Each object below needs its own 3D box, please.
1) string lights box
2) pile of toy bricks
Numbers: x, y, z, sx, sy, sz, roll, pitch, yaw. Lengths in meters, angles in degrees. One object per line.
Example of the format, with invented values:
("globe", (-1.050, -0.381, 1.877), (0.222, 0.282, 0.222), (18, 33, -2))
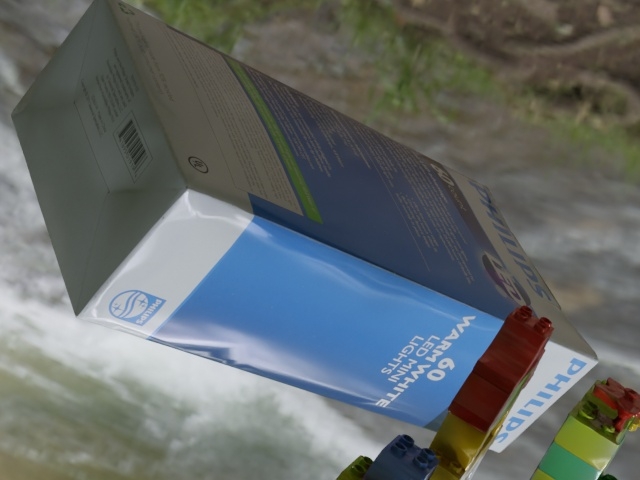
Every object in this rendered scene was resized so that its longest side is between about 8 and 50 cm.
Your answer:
("string lights box", (0.000, 0.000, 0.622), (0.259, 0.133, 0.077), (23, 118, -40))
("pile of toy bricks", (0.066, 0.083, 0.409), (0.118, 0.212, 0.105), (31, 110, 13))
